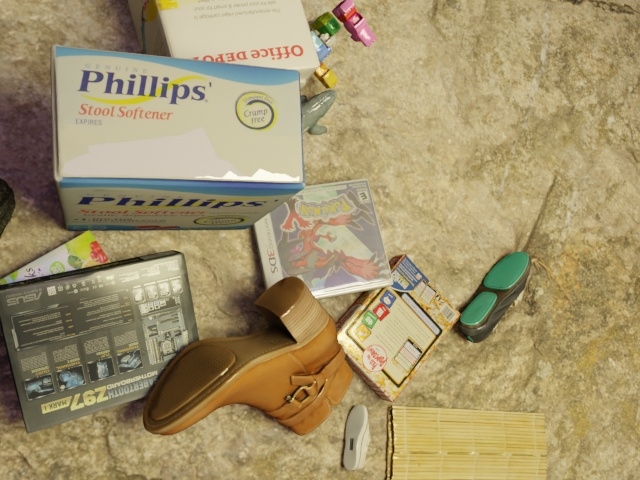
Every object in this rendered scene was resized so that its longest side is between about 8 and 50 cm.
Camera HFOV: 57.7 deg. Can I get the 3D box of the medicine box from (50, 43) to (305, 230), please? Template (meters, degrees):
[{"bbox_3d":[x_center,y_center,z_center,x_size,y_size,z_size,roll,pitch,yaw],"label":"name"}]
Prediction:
[{"bbox_3d":[-0.190,-0.107,0.738,0.264,0.289,0.149,-1,82,-21],"label":"medicine box"}]

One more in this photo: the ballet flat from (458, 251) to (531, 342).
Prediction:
[{"bbox_3d":[0.312,0.105,1.027,0.074,0.074,0.203,50,62,-8],"label":"ballet flat"}]

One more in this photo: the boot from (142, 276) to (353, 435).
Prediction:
[{"bbox_3d":[-0.084,0.208,0.815,0.283,0.109,0.220,-44,130,-22],"label":"boot"}]

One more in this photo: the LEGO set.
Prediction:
[{"bbox_3d":[0.012,-0.293,0.903,0.087,0.227,0.093,-45,110,-1],"label":"LEGO set"}]

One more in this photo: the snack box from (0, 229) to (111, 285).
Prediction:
[{"bbox_3d":[-0.349,0.065,0.786,0.141,0.037,0.100,-34,95,-22],"label":"snack box"}]

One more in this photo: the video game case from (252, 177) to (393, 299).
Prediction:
[{"bbox_3d":[0.000,0.000,0.915,0.202,0.023,0.183,-9,77,-16],"label":"video game case"}]

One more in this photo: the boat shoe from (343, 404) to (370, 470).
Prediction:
[{"bbox_3d":[0.062,0.310,0.915,0.035,0.035,0.100,24,68,-45],"label":"boat shoe"}]

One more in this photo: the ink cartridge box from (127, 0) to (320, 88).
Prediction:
[{"bbox_3d":[-0.155,-0.324,0.835,0.198,0.197,0.269,-15,88,-23],"label":"ink cartridge box"}]

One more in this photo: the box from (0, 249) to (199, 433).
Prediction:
[{"bbox_3d":[-0.281,0.124,0.763,0.233,0.059,0.183,-13,100,-27],"label":"box"}]

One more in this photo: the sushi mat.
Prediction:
[{"bbox_3d":[0.254,0.364,0.985,0.317,0.019,0.151,9,77,-20],"label":"sushi mat"}]

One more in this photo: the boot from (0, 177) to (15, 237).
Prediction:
[{"bbox_3d":[-0.534,0.008,0.620,0.348,0.131,0.260,18,56,-37],"label":"boot"}]

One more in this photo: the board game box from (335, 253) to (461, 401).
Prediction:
[{"bbox_3d":[0.121,0.141,0.953,0.146,0.045,0.193,47,69,-8],"label":"board game box"}]

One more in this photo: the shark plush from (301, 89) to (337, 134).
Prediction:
[{"bbox_3d":[-0.048,-0.196,0.927,0.161,0.067,0.073,-22,91,-23],"label":"shark plush"}]
